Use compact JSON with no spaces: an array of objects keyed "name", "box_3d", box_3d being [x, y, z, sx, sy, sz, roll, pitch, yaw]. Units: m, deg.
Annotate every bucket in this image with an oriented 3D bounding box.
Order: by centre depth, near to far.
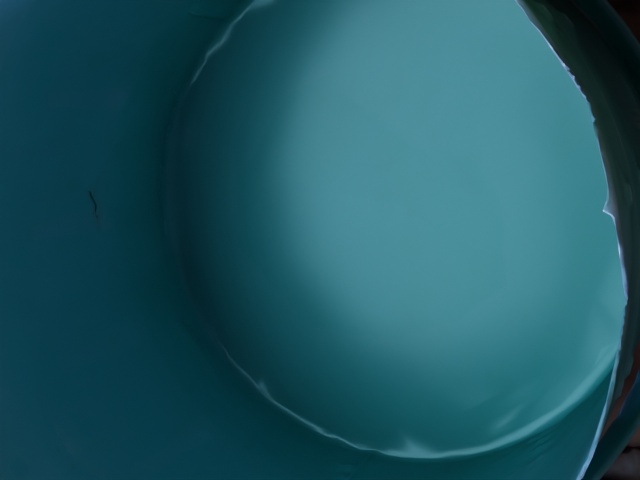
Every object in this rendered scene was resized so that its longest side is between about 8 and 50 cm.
[{"name":"bucket","box_3d":[0.000,0.000,0.469,0.281,0.183,0.281,5,102,23]}]

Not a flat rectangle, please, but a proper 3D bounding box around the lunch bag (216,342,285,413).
[{"name":"lunch bag","box_3d":[-0.068,0.095,0.674,0.176,0.090,0.219,25,93,44]}]
